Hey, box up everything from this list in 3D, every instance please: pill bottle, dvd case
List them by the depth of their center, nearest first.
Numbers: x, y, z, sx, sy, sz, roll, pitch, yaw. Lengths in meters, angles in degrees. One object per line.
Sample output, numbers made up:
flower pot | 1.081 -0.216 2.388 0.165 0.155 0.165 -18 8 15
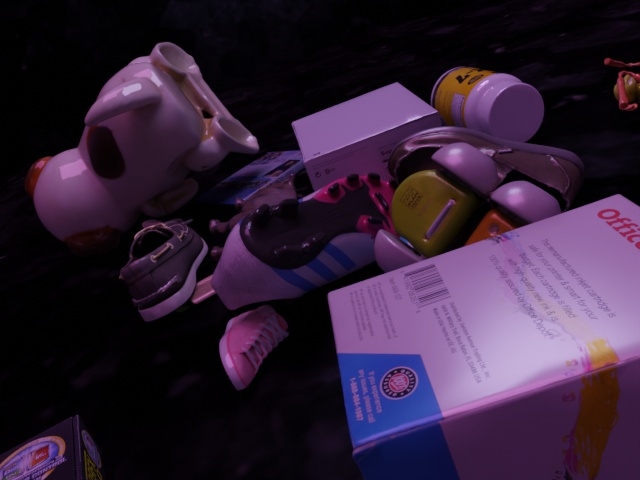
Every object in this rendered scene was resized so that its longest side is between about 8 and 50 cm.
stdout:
pill bottle | 0.283 -0.231 1.093 0.119 0.119 0.208 -24 24 -6
dvd case | -0.139 -0.129 1.351 0.180 0.022 0.253 5 35 47

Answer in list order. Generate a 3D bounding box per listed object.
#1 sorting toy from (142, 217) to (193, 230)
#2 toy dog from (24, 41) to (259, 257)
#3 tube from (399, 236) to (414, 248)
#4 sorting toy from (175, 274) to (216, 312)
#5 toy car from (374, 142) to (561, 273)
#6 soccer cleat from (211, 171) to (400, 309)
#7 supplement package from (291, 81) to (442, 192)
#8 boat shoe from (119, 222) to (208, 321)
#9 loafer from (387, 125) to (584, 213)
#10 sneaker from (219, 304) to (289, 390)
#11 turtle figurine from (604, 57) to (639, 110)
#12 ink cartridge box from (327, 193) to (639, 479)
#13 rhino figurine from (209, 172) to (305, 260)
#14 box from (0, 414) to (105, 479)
sorting toy | -0.289 -0.027 1.238 0.083 0.045 0.075 5 27 46
toy dog | -0.378 -0.144 1.257 0.408 0.284 0.395 -40 6 17
tube | 0.099 0.059 0.722 0.080 0.052 0.207 -13 30 27
sorting toy | -0.183 0.081 0.949 0.083 0.012 0.062 -30 23 -18
toy car | 0.161 -0.003 0.681 0.182 0.159 0.136 38 12 25
soccer cleat | 0.000 0.000 0.815 0.331 0.116 0.143 -14 -27 -46
supplement package | 0.079 -0.133 1.023 0.204 0.145 0.262 -21 24 2
boat shoe | -0.252 0.021 1.022 0.109 0.091 0.305 -28 20 3
loafer | 0.209 -0.083 0.817 0.251 0.094 0.087 6 41 13
sneaker | -0.073 0.115 0.734 0.070 0.051 0.134 -24 19 6
turtle figurine | 0.517 -0.216 0.904 0.217 0.087 0.269 1 23 27
ink cartridge box | 0.145 0.104 0.427 0.233 0.168 0.171 -19 24 5
rhino figurine | -0.094 -0.052 1.085 0.106 0.073 0.243 -12 23 29
box | -0.321 0.293 0.552 0.270 0.060 0.216 -27 25 -13
